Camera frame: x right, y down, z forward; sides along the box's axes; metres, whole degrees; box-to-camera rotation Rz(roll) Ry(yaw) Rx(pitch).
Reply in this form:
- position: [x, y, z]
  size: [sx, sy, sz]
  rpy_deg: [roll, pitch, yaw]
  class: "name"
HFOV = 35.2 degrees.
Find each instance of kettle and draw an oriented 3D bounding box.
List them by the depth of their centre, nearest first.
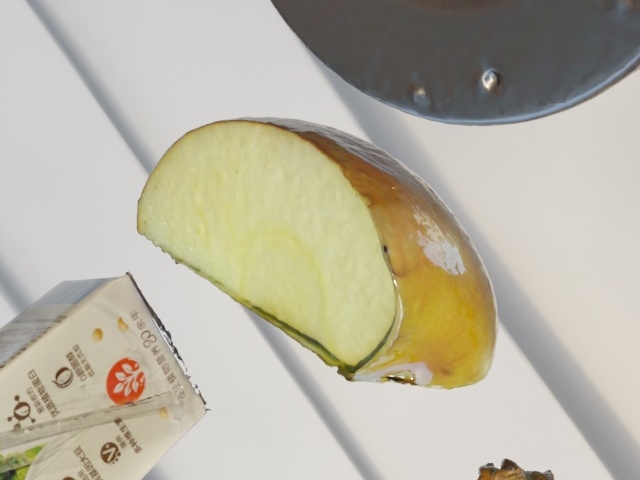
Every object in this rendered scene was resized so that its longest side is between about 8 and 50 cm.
- position: [0.108, -0.208, 0.447]
  size: [0.207, 0.250, 0.271]
  rpy_deg: [-15, -166, 43]
  class: "kettle"

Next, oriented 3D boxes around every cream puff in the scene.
- position: [0.193, 0.272, 1.014]
  size: [0.116, 0.122, 0.094]
  rpy_deg: [-6, -165, 16]
  class: "cream puff"

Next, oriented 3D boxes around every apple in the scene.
- position: [0.000, 0.000, 0.849]
  size: [0.179, 0.346, 0.254]
  rpy_deg: [-48, 137, -16]
  class: "apple"

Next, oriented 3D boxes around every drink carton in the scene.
- position: [-0.292, 0.197, 1.021]
  size: [0.132, 0.194, 0.324]
  rpy_deg: [-8, -154, 45]
  class: "drink carton"
